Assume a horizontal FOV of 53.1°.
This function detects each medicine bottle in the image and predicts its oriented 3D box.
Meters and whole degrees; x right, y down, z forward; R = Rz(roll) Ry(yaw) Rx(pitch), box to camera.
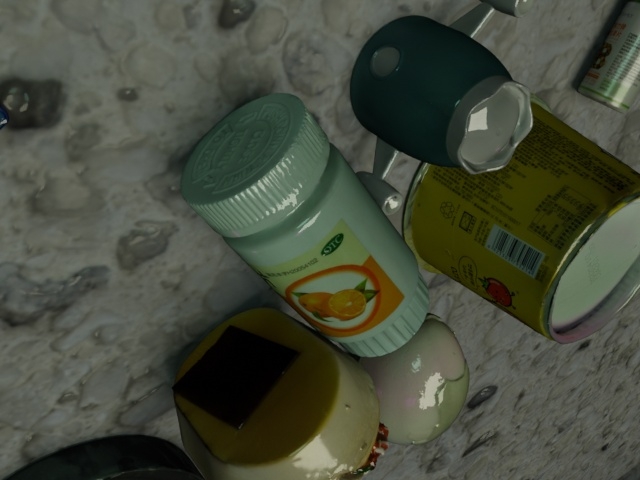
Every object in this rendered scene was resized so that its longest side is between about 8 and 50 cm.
[{"bbox_3d":[0.476,-0.293,0.977,0.086,0.086,0.183,6,116,-41],"label":"medicine bottle"},{"bbox_3d":[0.000,0.000,0.735,0.158,0.158,0.318,-44,128,-3],"label":"medicine bottle"}]

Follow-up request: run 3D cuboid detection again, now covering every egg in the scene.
[{"bbox_3d":[0.148,0.214,1.035,0.183,0.183,0.217,-15,119,-30],"label":"egg"}]

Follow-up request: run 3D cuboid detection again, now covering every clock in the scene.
[{"bbox_3d":[-0.331,0.438,0.899,0.386,0.076,0.386,-22,132,-26],"label":"clock"}]

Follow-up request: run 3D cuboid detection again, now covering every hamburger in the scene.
[{"bbox_3d":[-0.056,0.209,0.787,0.227,0.295,0.151,-37,127,-16],"label":"hamburger"}]

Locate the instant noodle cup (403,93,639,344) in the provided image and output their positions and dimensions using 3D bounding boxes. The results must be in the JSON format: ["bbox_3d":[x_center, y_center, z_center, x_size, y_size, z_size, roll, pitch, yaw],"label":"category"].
[{"bbox_3d":[0.323,-0.023,0.938,0.325,0.254,0.326,-21,131,-26],"label":"instant noodle cup"}]

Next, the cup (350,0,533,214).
[{"bbox_3d":[0.149,-0.162,0.752,0.167,0.173,0.300,20,108,-44],"label":"cup"}]

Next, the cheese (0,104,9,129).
[{"bbox_3d":[-0.344,-0.134,0.463,0.156,0.064,0.250,-43,147,-3],"label":"cheese"}]
